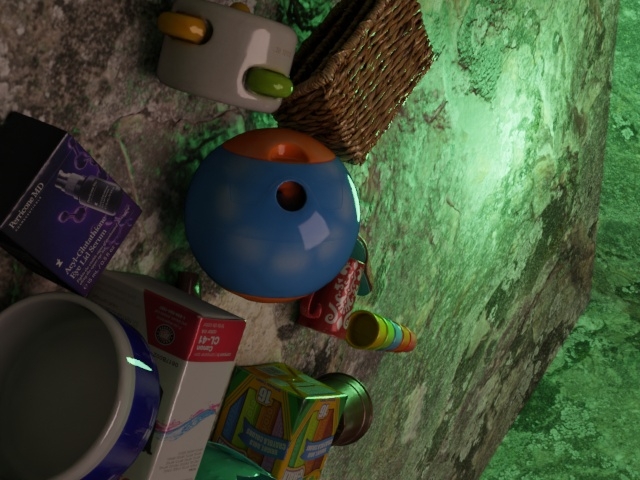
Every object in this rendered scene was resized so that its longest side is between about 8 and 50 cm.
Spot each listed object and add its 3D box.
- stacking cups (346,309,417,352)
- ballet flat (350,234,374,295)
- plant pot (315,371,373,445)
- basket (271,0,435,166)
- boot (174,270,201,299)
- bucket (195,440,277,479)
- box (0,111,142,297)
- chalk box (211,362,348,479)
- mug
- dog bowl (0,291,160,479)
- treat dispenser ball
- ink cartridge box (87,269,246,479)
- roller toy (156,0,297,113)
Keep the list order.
[{"bbox_3d":[0.164,0.228,2.298,0.316,0.096,0.096,17,93,-62],"label":"stacking cups"},{"bbox_3d":[0.078,0.038,2.080,0.206,0.073,0.067,79,14,-47],"label":"ballet flat"},{"bbox_3d":[0.015,0.381,2.032,0.165,0.167,0.166,2,106,-73],"label":"plant pot"},{"bbox_3d":[0.030,-0.319,1.611,0.299,0.214,0.223,-56,145,-22],"label":"basket"},{"bbox_3d":[-0.222,0.171,1.619,0.248,0.090,0.206,87,11,-76],"label":"boot"},{"bbox_3d":[-0.222,0.503,1.696,0.281,0.183,0.281,-26,127,-40],"label":"bucket"},{"bbox_3d":[-0.360,-0.044,1.238,0.153,0.108,0.207,-60,150,-16],"label":"box"},{"bbox_3d":[-0.099,0.415,1.885,0.180,0.179,0.288,8,101,-59],"label":"chalk box"},{"bbox_3d":[0.026,0.114,1.966,0.150,0.113,0.169,80,30,-83],"label":"mug"},{"bbox_3d":[-0.353,0.208,1.246,0.264,0.265,0.104,-63,153,-12],"label":"dog bowl"},{"bbox_3d":[-0.078,-0.040,1.523,0.288,0.288,0.288,-37,137,-44],"label":"treat dispenser ball"},{"bbox_3d":[-0.274,0.223,1.427,0.131,0.226,0.306,16,93,-61],"label":"ink cartridge box"},{"bbox_3d":[-0.139,-0.280,1.378,0.191,0.209,0.146,-121,-134,-77],"label":"roller toy"}]
